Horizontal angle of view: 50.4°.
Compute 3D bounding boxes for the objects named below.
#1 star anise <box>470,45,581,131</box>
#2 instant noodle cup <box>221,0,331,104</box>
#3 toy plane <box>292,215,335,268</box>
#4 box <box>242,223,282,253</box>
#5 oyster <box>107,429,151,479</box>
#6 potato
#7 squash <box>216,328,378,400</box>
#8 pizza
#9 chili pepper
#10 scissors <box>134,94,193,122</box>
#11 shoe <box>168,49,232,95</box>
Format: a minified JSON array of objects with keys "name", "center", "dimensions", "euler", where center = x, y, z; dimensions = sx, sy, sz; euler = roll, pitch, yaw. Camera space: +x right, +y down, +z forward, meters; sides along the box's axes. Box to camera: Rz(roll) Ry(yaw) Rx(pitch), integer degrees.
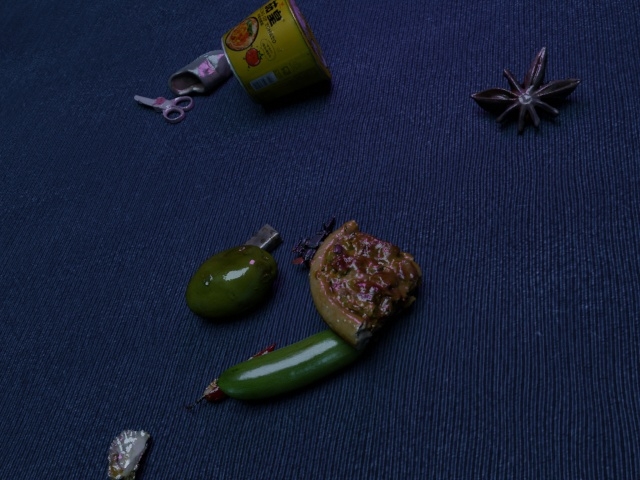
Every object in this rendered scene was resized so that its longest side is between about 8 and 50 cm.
[{"name":"star anise","center":[0.576,-0.401,1.876],"dimensions":[0.257,0.110,0.198],"euler":[-35,75,12]},{"name":"instant noodle cup","center":[-0.145,-0.597,2.165],"dimensions":[0.254,0.325,0.325],"euler":[-26,50,12]},{"name":"toy plane","center":[-0.001,-0.002,1.810],"dimensions":[0.130,0.061,0.189],"euler":[10,59,26]},{"name":"box","center":[-0.158,0.007,1.871],"dimensions":[0.098,0.045,0.062],"euler":[-44,54,-16]},{"name":"oyster","center":[-0.447,0.506,1.599],"dimensions":[0.121,0.045,0.146],"euler":[-41,45,-9]},{"name":"potato","center":[-0.233,0.103,1.759],"dimensions":[0.253,0.148,0.186],"euler":[-31,53,-6]},{"name":"squash","center":[-0.047,0.286,1.582],"dimensions":[0.395,0.107,0.107],"euler":[-21,50,-3]},{"name":"pizza","center":[0.107,0.094,1.623],"dimensions":[0.277,0.114,0.409],"euler":[4,43,5]},{"name":"chili pepper","center":[-0.210,0.335,1.645],"dimensions":[0.268,0.059,0.050],"euler":[-33,92,-10]},{"name":"scissors","center":[-0.557,-0.475,2.379],"dimensions":[0.242,0.030,0.118],"euler":[18,60,28]},{"name":"shoe","center":[-0.406,-0.566,2.343],"dimensions":[0.251,0.103,0.100],"euler":[-26,38,1]}]
